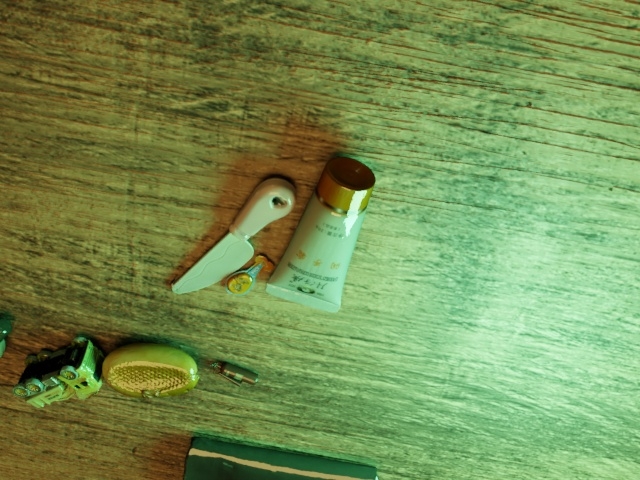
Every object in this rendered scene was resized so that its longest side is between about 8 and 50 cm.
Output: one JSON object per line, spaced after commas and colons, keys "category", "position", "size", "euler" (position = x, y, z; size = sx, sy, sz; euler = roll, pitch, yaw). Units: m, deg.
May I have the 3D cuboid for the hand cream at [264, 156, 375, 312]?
{"category": "hand cream", "position": [0.000, 0.000, 1.446], "size": [0.139, 0.089, 0.314], "euler": [15, 132, -3]}

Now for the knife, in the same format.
{"category": "knife", "position": [-0.151, 0.005, 1.496], "size": [0.081, 0.043, 0.336], "euler": [29, 129, -24]}

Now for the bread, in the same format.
{"category": "bread", "position": [-0.327, 0.250, 1.650], "size": [0.189, 0.077, 0.114], "euler": [2, 106, -2]}

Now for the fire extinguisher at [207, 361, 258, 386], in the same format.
{"category": "fire extinguisher", "position": [-0.175, 0.262, 1.675], "size": [0.100, 0.032, 0.046], "euler": [22, 158, -9]}

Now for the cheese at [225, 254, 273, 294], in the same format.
{"category": "cheese", "position": [-0.131, 0.065, 1.537], "size": [0.047, 0.017, 0.111], "euler": [38, 119, -23]}

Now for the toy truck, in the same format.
{"category": "toy truck", "position": [-0.505, 0.273, 1.678], "size": [0.191, 0.085, 0.116], "euler": [-22, 129, 23]}

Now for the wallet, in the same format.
{"category": "wallet", "position": [-0.091, 0.536, 1.829], "size": [0.406, 0.062, 0.228], "euler": [10, 125, -1]}

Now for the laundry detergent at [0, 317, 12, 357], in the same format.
{"category": "laundry detergent", "position": [-0.685, 0.216, 1.665], "size": [0.225, 0.070, 0.099], "euler": [-34, 114, 26]}
